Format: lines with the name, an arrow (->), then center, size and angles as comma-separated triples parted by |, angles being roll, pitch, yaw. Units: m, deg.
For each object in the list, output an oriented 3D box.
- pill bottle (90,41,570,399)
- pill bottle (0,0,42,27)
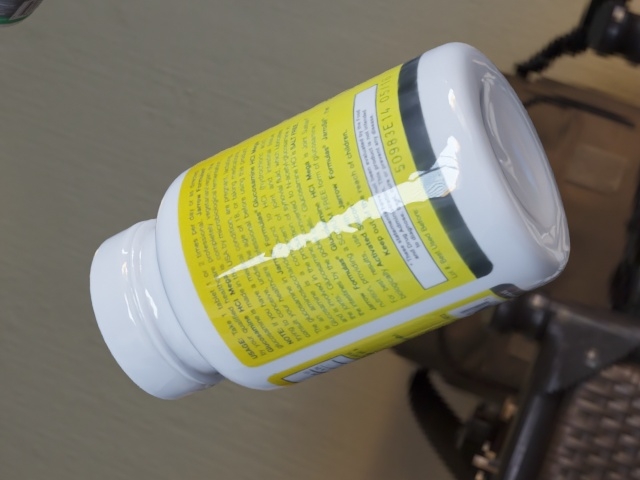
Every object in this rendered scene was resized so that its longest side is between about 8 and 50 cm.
pill bottle -> 0.000, 0.000, 1.039 | 0.188, 0.334, 0.188 | 48, -151, -37
pill bottle -> -0.376, -0.448, 1.777 | 0.361, 0.204, 0.204 | -36, 12, 43
